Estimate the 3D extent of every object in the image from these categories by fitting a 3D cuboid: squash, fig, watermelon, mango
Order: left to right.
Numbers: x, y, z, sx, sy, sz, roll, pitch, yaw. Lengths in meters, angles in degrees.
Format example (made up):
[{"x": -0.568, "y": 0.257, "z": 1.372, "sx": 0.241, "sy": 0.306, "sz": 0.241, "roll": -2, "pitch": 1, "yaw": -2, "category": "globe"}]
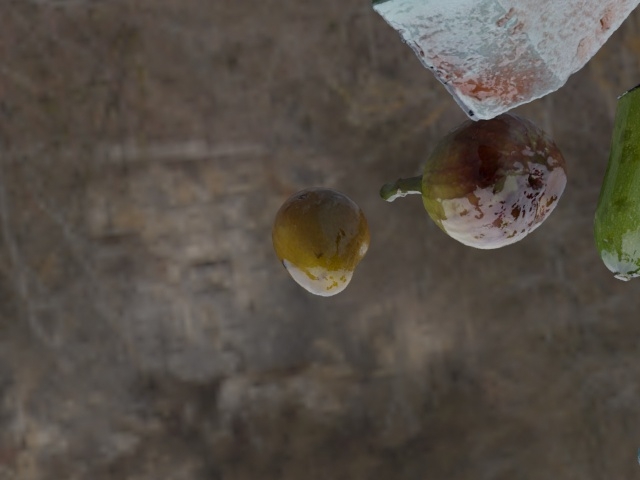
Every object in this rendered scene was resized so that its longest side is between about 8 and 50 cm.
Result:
[{"x": -0.002, "y": -0.002, "z": 2.085, "sx": 0.090, "sy": 0.115, "sz": 0.178, "roll": -57, "pitch": -179, "yaw": 30, "category": "mango"}, {"x": 0.164, "y": -0.048, "z": 1.982, "sx": 0.160, "sy": 0.143, "sz": 0.231, "roll": -23, "pitch": 170, "yaw": -47, "category": "fig"}, {"x": 0.179, "y": -0.222, "z": 1.652, "sx": 0.290, "sy": 0.213, "sz": 0.320, "roll": -5, "pitch": -170, "yaw": -2, "category": "watermelon"}, {"x": 0.310, "y": -0.050, "z": 1.685, "sx": 0.095, "sy": 0.188, "sz": 0.095, "roll": 12, "pitch": 155, "yaw": 6, "category": "squash"}]

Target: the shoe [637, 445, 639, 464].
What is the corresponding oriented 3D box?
[{"x": 0.454, "y": 0.263, "z": 2.265, "sx": 0.106, "sy": 0.091, "sz": 0.207, "roll": -16, "pitch": 170, "yaw": 2, "category": "shoe"}]
